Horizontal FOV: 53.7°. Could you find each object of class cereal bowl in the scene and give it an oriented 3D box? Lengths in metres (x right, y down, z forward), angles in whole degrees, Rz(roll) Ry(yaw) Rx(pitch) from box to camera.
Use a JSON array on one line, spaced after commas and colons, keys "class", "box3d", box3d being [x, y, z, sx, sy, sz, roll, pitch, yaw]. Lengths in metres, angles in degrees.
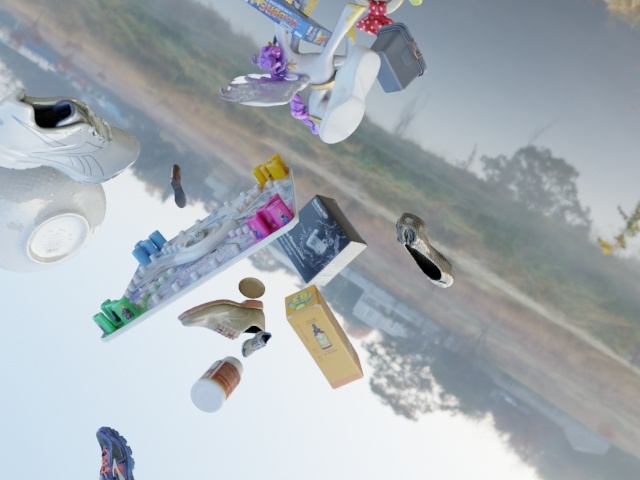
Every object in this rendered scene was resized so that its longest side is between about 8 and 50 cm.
[{"class": "cereal bowl", "box3d": [-0.672, -0.047, 1.545, 0.141, 0.339, 0.339, 43, -174, 25]}]

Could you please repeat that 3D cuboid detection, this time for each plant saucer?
[{"class": "plant saucer", "box3d": [-0.207, 0.146, 1.890, 0.083, 0.015, 0.083, 11, -135, -11]}]

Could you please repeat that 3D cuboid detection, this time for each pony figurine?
[{"class": "pony figurine", "box3d": [-0.068, -0.451, 1.650, 0.351, 0.363, 0.303, 9, -156, -4]}]

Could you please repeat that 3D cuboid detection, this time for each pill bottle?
[{"class": "pill bottle", "box3d": [-0.336, 0.471, 2.103, 0.121, 0.121, 0.216, 33, -160, 4]}]

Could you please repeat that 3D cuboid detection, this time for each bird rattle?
[{"class": "bird rattle", "box3d": [0.192, -0.758, 1.944, 0.207, 0.253, 0.143, 44, -145, -19]}]

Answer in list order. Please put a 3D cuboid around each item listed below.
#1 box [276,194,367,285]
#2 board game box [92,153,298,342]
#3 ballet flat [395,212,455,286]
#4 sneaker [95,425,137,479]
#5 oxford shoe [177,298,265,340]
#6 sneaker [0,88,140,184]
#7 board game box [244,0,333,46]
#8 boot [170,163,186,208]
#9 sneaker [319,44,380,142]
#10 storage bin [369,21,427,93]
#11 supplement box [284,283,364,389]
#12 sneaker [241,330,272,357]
[{"class": "box", "box3d": [0.000, 0.000, 1.530, 0.156, 0.158, 0.093, 55, -159, 23]}, {"class": "board game box", "box3d": [-0.224, -0.009, 1.195, 0.050, 0.390, 0.390, 56, -173, -19]}, {"class": "ballet flat", "box3d": [0.214, 0.034, 1.313, 0.084, 0.058, 0.250, 14, 155, 37]}, {"class": "sneaker", "box3d": [-0.458, 0.520, 1.401, 0.087, 0.083, 0.221, -11, -113, -40]}, {"class": "oxford shoe", "box3d": [-0.324, 0.279, 2.178, 0.348, 0.123, 0.130, 1, -116, -41]}, {"class": "sneaker", "box3d": [-0.403, -0.169, 1.035, 0.297, 0.129, 0.111, -3, -114, -60]}, {"class": "board game box", "box3d": [-0.058, -0.417, 1.174, 0.136, 0.035, 0.201, 36, -162, 3]}, {"class": "boot", "box3d": [-0.437, -0.169, 1.948, 0.114, 0.037, 0.106, -110, 11, -57]}, {"class": "sneaker", "box3d": [0.051, -0.311, 1.339, 0.080, 0.212, 0.094, 13, -156, -37]}, {"class": "storage bin", "box3d": [0.166, -0.394, 1.393, 0.098, 0.091, 0.135, 5, 140, 47]}, {"class": "supplement box", "box3d": [0.009, 0.203, 1.313, 0.080, 0.078, 0.233, -101, -15, -54]}, {"class": "sneaker", "box3d": [-0.209, 0.338, 2.080, 0.058, 0.135, 0.052, -13, 110, 38]}]
